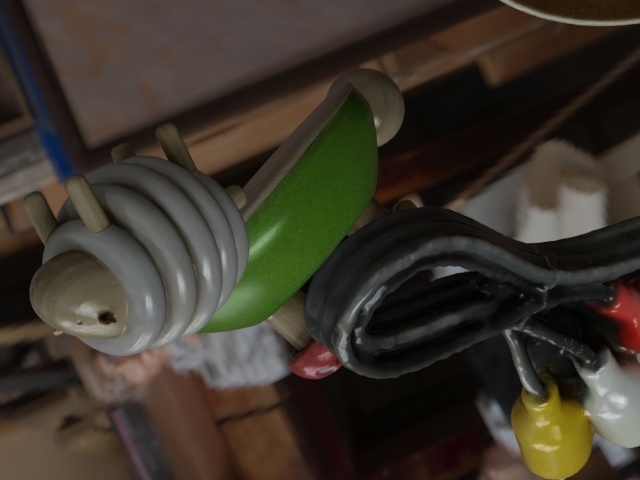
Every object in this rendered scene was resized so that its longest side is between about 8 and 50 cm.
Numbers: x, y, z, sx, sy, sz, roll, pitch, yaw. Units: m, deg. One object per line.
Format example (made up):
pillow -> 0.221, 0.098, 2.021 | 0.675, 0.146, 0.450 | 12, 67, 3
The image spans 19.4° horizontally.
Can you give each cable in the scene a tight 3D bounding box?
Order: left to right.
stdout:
cable -> 0.102, 0.033, 0.769 | 0.072, 0.139, 0.287 | 50, -170, 24

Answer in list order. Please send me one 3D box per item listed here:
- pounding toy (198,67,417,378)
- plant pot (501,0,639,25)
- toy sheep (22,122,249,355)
pounding toy -> 0.000, 0.000, 1.149 | 0.110, 0.237, 0.183 | 41, 109, -5
plant pot -> 0.204, -0.326, 1.330 | 0.237, 0.237, 0.254 | 114, 160, -56
toy sheep -> -0.075, 0.002, 0.812 | 0.091, 0.132, 0.091 | 23, 129, 32
